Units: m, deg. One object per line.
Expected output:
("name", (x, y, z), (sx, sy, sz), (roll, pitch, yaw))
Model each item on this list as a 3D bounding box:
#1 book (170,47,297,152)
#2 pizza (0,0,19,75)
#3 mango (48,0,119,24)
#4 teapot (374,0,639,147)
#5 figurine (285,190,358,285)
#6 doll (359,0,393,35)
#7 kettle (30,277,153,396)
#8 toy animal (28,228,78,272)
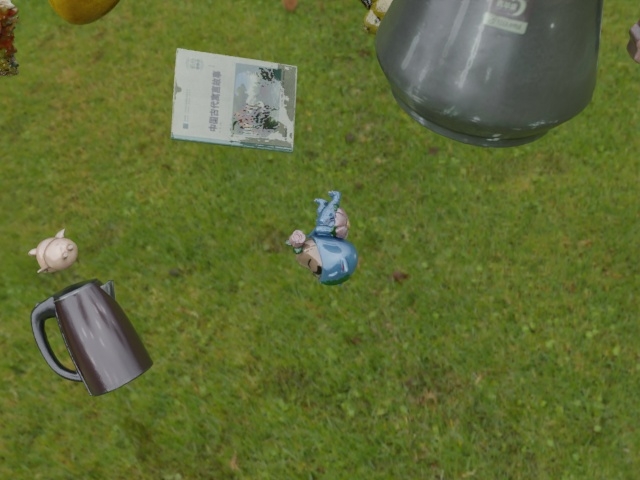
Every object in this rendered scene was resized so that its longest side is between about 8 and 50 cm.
("book", (-0.194, -0.316, 1.720), (0.282, 0.025, 0.215), (3, 84, -13))
("pizza", (-0.595, -0.349, 1.302), (0.201, 0.193, 0.053), (4, 57, -43))
("mango", (-0.376, -0.469, 1.252), (0.099, 0.136, 0.227), (29, 99, 45))
("teapot", (0.274, -0.328, 0.950), (0.376, 0.362, 0.306), (3, 46, -6))
("figurine", (-0.002, -0.001, 1.420), (0.144, 0.114, 0.178), (5, 72, -19))
("doll", (0.101, -0.446, 1.440), (0.097, 0.137, 0.209), (-35, 58, -7))
("kettle", (-0.494, 0.205, 1.607), (0.202, 0.232, 0.144), (-25, 6, 1))
("toy animal", (-0.560, 0.025, 1.603), (0.083, 0.089, 0.150), (-11, 9, -38))
